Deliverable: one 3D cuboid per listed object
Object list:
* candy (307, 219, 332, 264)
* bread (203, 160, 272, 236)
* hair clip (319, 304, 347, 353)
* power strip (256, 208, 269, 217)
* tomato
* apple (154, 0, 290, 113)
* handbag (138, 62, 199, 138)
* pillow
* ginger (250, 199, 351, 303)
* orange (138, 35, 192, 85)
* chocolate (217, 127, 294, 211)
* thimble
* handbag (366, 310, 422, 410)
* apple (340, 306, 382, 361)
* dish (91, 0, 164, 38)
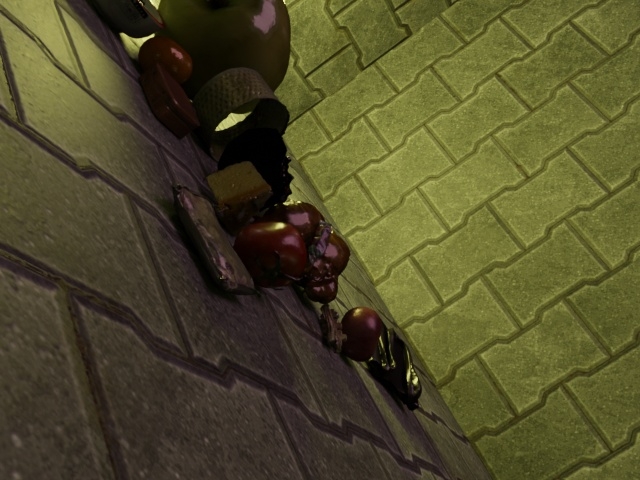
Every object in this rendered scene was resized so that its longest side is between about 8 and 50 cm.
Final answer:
[{"bbox_3d":[0.000,0.000,1.878,0.045,0.043,0.175,42,42,-22],"label":"candy"},{"bbox_3d":[-0.193,-0.105,1.680,0.147,0.152,0.127,58,0,40],"label":"bread"},{"bbox_3d":[0.033,0.241,1.892,0.214,0.062,0.056,-103,168,-68],"label":"hair clip"},{"bbox_3d":[-0.194,-0.112,2.059,0.288,0.053,0.093,45,12,-51],"label":"power strip"},{"bbox_3d":[-0.110,0.028,1.549,0.167,0.167,0.167,54,7,-10],"label":"tomato"},{"bbox_3d":[-0.305,-0.636,2.228,0.473,0.473,0.473,54,7,-10],"label":"apple"},{"bbox_3d":[-0.394,-0.362,1.831,0.151,0.072,0.193,47,9,-50],"label":"handbag"},{"bbox_3d":[-0.216,0.004,1.360,0.255,0.059,0.169,59,9,21],"label":"pillow"},{"bbox_3d":[-0.054,0.029,1.964,0.357,0.152,0.274,46,40,-30],"label":"ginger"},{"bbox_3d":[-0.434,-0.492,1.936,0.156,0.124,0.156,31,-10,6],"label":"orange"},{"bbox_3d":[-0.150,-0.168,1.866,0.177,0.224,0.206,40,19,-51],"label":"chocolate"},{"bbox_3d":[-0.242,-0.366,2.074,0.150,0.271,0.271,55,7,24],"label":"thimble"},{"bbox_3d":[0.226,0.396,2.270,0.285,0.113,0.257,52,15,-26],"label":"handbag"},{"bbox_3d":[0.107,0.259,1.958,0.120,0.153,0.153,18,2,9],"label":"apple"},{"bbox_3d":[-0.562,-0.672,1.961,0.256,0.117,0.256,53,8,-11],"label":"dish"}]
